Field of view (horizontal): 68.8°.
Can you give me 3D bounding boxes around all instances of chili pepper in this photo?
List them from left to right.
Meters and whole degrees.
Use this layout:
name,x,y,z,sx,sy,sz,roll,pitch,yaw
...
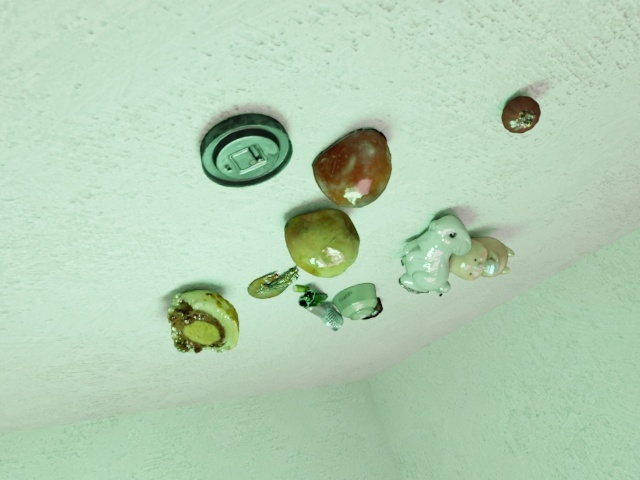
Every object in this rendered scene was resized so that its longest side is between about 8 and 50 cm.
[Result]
name,x,y,z,sx,sy,sz,roll,pitch,yaw
chili pepper,-0.012,0.241,1.958,0.088,0.059,0.227,-38,163,15

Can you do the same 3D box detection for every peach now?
name,x,y,z,sx,sy,sz,roll,pitch,yaw
peach,0.000,0.000,1.417,0.235,0.214,0.214,19,136,-26

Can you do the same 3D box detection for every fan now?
name,x,y,z,sx,sy,sz,roll,pitch,yaw
fan,0.011,0.323,2.088,0.074,0.130,0.244,-45,133,9

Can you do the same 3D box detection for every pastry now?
name,x,y,z,sx,sy,sz,roll,pitch,yaw
pastry,-0.400,0.271,1.653,0.236,0.170,0.256,-1,121,-1

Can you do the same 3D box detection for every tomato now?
name,x,y,z,sx,sy,sz,roll,pitch,yaw
tomato,0.094,-0.166,1.213,0.180,0.155,0.214,17,137,-44

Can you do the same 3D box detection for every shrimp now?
name,x,y,z,sx,sy,sz,roll,pitch,yaw
shrimp,-0.177,0.156,1.742,0.236,0.053,0.133,-31,131,28

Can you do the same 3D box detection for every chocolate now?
name,x,y,z,sx,sy,sz,roll,pitch,yaw
chocolate,0.239,0.352,2.319,0.148,0.080,0.125,-20,152,-4

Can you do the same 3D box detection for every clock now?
name,x,y,z,sx,sy,sz,roll,pitch,yaw
clock,-0.171,-0.203,1.082,0.214,0.042,0.215,-16,153,-8

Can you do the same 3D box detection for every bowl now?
name,x,y,z,sx,sy,sz,roll,pitch,yaw
bowl,0.170,0.290,2.129,0.211,0.112,0.211,-17,154,-8

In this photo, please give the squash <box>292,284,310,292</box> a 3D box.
name,x,y,z,sx,sy,sz,roll,pitch,yaw
squash,-0.074,0.197,1.887,0.083,0.028,0.027,11,140,-44

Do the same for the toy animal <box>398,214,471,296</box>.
name,x,y,z,sx,sy,sz,roll,pitch,yaw
toy animal,0.453,0.049,1.802,0.257,0.194,0.357,18,133,-14

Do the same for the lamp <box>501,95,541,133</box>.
name,x,y,z,sx,sy,sz,roll,pitch,yaw
lamp,0.537,-0.336,1.254,0.101,0.090,0.101,0,117,1

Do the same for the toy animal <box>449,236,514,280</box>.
name,x,y,z,sx,sy,sz,roll,pitch,yaw
toy animal,0.643,0.081,1.942,0.256,0.213,0.195,-6,117,-43
